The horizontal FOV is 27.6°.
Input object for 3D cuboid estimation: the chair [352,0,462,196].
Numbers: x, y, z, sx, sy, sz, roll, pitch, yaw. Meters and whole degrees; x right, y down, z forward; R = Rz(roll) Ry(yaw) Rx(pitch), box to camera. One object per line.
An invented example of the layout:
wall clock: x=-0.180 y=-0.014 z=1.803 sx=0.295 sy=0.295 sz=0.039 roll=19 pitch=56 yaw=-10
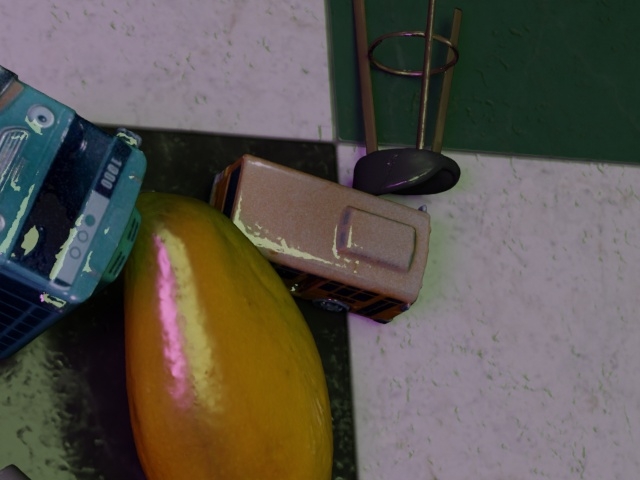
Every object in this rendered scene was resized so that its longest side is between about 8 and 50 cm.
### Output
chair: x=0.084 y=-0.126 z=1.144 sx=0.095 sy=0.104 sz=0.221 roll=22 pitch=64 yaw=-34

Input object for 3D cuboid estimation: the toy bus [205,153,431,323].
toy bus: x=0.000 y=0.000 z=1.063 sx=0.182 sy=0.103 sz=0.091 roll=17 pitch=70 yaw=-18

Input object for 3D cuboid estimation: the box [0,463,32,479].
box: x=-0.235 y=0.271 z=0.865 sx=0.135 sy=0.163 sz=0.243 roll=44 pitch=64 yaw=4

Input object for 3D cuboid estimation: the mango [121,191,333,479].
mango: x=-0.071 y=0.105 z=0.958 sx=0.176 sy=0.119 sz=0.316 roll=-38 pitch=117 yaw=-50

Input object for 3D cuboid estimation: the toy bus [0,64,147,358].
toy bus: x=-0.218 y=-0.008 z=0.889 sx=0.147 sy=0.256 sz=0.128 roll=27 pitch=67 yaw=-17
